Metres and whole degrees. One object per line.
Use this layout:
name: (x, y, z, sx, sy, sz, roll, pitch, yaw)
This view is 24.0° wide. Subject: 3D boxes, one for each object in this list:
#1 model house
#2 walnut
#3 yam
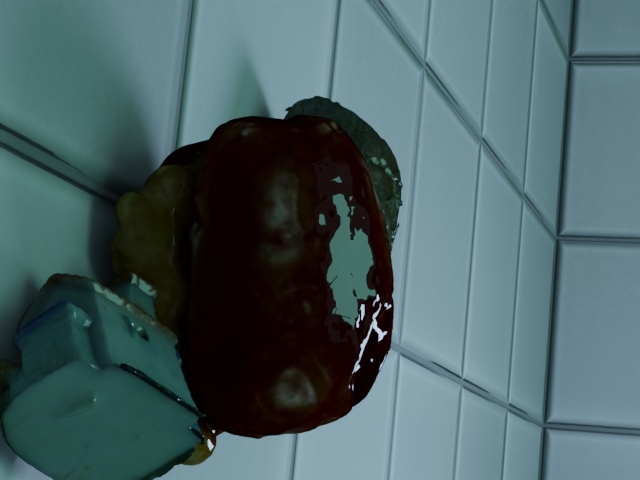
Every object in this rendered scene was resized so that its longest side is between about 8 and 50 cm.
model house: (-0.161, 0.083, 1.076, 0.148, 0.119, 0.149, 41, 24, -39)
walnut: (-0.067, 0.035, 1.211, 0.221, 0.243, 0.269, -165, -114, -69)
yam: (0.000, 0.000, 1.471, 0.154, 0.154, 0.254, 65, 31, -54)
